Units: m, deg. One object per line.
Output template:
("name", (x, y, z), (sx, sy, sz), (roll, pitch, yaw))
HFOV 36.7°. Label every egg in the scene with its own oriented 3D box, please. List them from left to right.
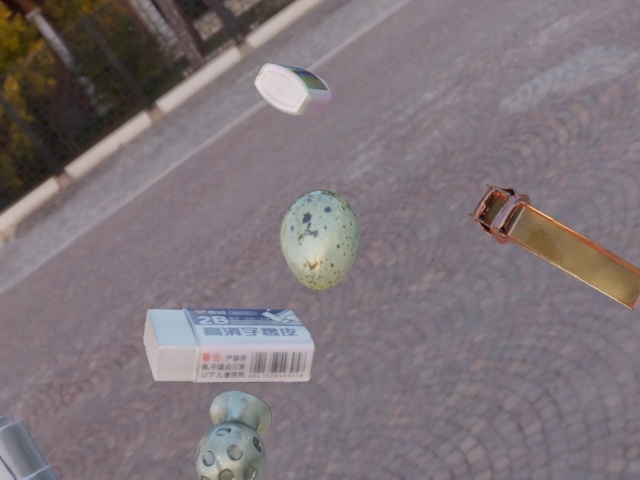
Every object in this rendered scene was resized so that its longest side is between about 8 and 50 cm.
("egg", (0.000, 0.000, 1.009), (0.085, 0.085, 0.110), (-22, 64, 38))

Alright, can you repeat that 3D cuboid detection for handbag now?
("handbag", (0.273, 0.004, 1.120), (0.063, 0.190, 0.127), (-59, 14, 7))

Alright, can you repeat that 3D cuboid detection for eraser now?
("eraser", (-0.124, 0.141, 1.299), (0.210, 0.068, 0.124), (3, 20, -19))

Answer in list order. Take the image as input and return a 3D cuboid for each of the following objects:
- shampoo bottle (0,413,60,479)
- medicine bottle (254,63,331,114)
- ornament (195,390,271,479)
("shampoo bottle", (-0.213, 0.240, 0.725), (0.092, 0.303, 0.092), (-32, -5, -3))
("medicine bottle", (-0.042, -0.298, 1.921), (0.078, 0.115, 0.219), (-57, -11, 15))
("ornament", (-0.093, 0.219, 1.029), (0.156, 0.074, 0.081), (-92, 26, -77))
